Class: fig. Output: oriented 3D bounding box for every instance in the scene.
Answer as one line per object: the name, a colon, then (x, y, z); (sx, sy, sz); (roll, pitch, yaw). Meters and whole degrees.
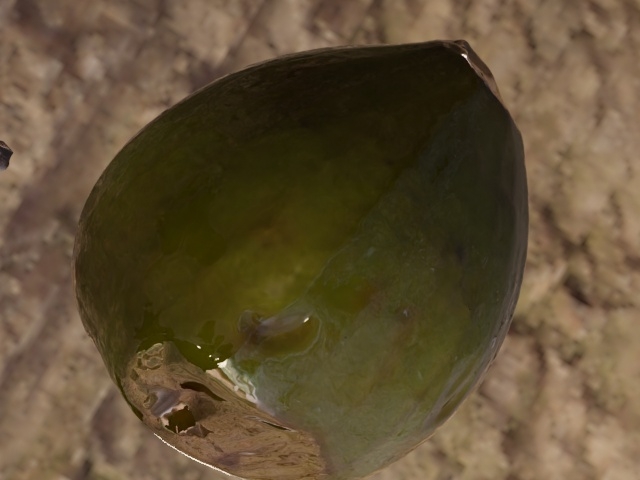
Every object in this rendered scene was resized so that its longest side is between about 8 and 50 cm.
fig: (0.000, 0.000, 0.989); (0.271, 0.239, 0.239); (-53, 1, 10)

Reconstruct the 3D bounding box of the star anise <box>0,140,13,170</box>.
star anise: (-0.211, -0.132, 0.765); (0.063, 0.208, 0.172); (-27, -30, 16)
